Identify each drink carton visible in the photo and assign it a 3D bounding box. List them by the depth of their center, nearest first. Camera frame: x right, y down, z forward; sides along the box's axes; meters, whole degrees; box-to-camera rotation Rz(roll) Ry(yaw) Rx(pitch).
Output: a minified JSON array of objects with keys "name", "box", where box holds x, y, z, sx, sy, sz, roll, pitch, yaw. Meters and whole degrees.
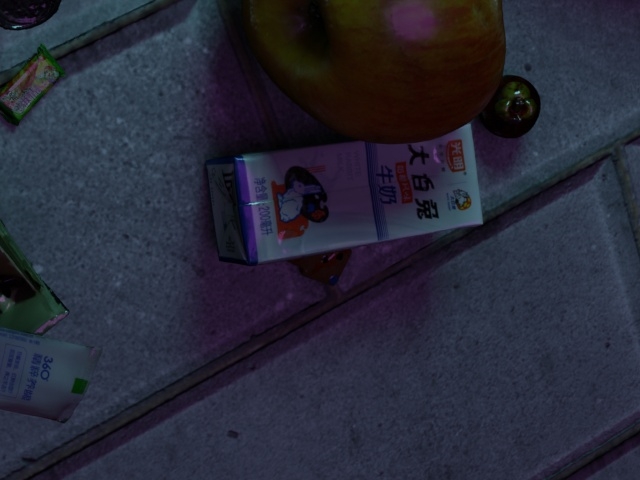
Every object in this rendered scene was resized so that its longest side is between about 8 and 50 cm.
[{"name":"drink carton","box":[0.033,-0.056,1.599,0.315,0.106,0.131,-9,95,-22]}]

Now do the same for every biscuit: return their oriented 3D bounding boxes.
[{"name":"biscuit","box":[-0.316,-0.166,1.458,0.089,0.016,0.046,-47,121,-4]},{"name":"biscuit","box":[0.000,0.000,1.669,0.119,0.019,0.130,-28,118,-15]}]

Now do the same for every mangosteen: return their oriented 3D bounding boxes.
[{"name":"mangosteen","box":[0.239,-0.166,1.692,0.081,0.081,0.081,-9,111,-23]}]

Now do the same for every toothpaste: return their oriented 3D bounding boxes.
[{"name":"toothpaste","box":[-0.328,0.097,1.163,0.301,0.048,0.075,20,69,-38]}]

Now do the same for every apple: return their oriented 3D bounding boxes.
[{"name":"apple","box":[0.051,-0.247,1.458,0.301,0.301,0.301,-9,111,-23]}]

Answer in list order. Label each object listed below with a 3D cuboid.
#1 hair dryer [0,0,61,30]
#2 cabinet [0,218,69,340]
[{"name":"hair dryer","box":[-0.342,-0.229,1.355,0.089,0.197,0.251,11,124,-32]},{"name":"cabinet","box":[-0.439,-0.004,1.282,0.227,0.318,0.290,-38,120,-9]}]
